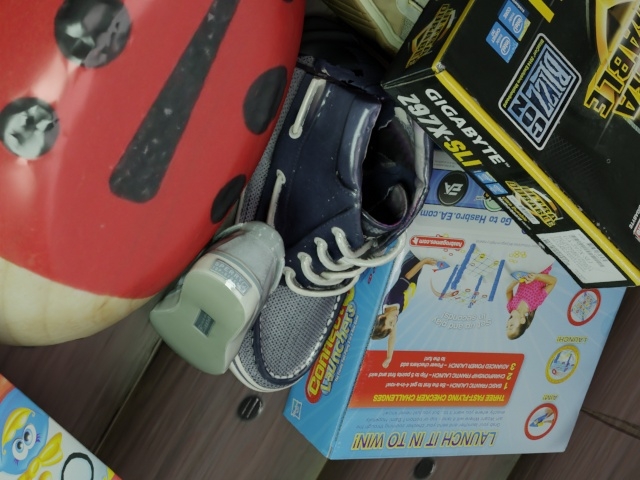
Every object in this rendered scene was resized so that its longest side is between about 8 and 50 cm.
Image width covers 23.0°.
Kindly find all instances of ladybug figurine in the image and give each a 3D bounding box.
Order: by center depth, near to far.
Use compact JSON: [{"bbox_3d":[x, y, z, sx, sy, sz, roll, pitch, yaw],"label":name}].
[{"bbox_3d":[-0.149,-0.113,1.136,0.305,0.162,0.449,16,104,-39],"label":"ladybug figurine"}]

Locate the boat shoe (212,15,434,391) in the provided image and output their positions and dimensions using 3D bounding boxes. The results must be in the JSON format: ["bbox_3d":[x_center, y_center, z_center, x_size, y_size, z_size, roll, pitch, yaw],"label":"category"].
[{"bbox_3d":[0.000,0.000,1.304,0.127,0.158,0.341,-10,119,-31],"label":"boat shoe"}]

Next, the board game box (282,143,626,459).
[{"bbox_3d":[0.147,0.052,1.486,0.308,0.086,0.302,5,111,-37],"label":"board game box"}]

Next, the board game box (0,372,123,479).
[{"bbox_3d":[-0.275,0.177,1.151,0.144,0.142,0.275,-66,150,-21],"label":"board game box"}]

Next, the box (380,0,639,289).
[{"bbox_3d":[0.219,-0.164,1.272,0.257,0.079,0.322,42,62,-22],"label":"box"}]

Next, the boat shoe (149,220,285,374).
[{"bbox_3d":[-0.075,0.045,1.267,0.079,0.227,0.081,42,66,0],"label":"boat shoe"}]

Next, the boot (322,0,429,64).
[{"bbox_3d":[0.089,-0.231,1.299,0.165,0.077,0.213,-52,137,0],"label":"boot"}]
